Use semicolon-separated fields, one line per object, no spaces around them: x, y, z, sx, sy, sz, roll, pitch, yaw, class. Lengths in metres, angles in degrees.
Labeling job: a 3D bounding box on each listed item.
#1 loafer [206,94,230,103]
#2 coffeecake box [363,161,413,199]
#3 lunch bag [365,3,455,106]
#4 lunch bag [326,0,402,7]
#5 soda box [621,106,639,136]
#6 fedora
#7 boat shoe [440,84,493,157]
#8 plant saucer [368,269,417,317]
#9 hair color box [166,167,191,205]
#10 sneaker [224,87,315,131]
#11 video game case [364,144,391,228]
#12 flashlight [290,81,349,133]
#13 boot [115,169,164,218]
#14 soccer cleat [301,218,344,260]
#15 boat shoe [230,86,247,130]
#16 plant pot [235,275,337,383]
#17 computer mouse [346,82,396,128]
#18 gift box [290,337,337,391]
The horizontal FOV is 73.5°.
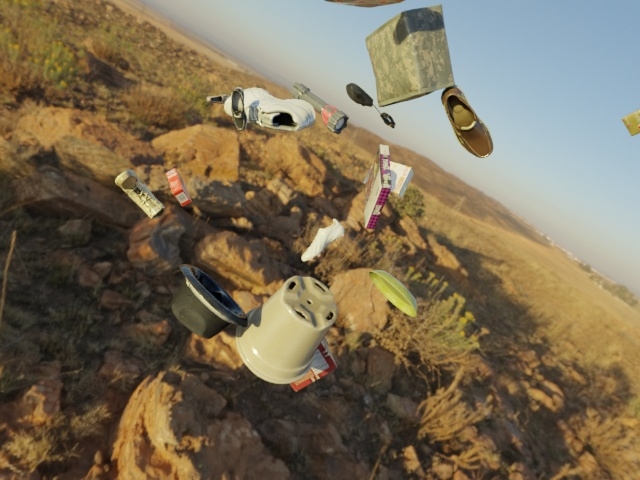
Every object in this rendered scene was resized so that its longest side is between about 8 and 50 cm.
-0.499;-0.700;2.127;0.125;0.045;0.039;-15;22;-28;loafer
0.316;-0.289;1.996;0.185;0.143;0.068;22;-12;28;coffeecake box
0.259;-0.560;1.347;0.168;0.236;0.287;-21;15;-22;lunch bag
0.151;-0.837;1.398;0.223;0.108;0.279;-15;26;-38;lunch bag
0.892;-0.345;1.135;0.058;0.181;0.061;61;-15;2;soda box
-0.413;0.235;1.511;0.334;0.152;0.334;42;-4;3;fedora
0.452;-0.354;1.327;0.257;0.095;0.095;49;28;-15;boat shoe
0.280;0.190;1.611;0.241;0.037;0.241;44;-11;11;plant saucer
-0.663;-0.250;2.005;0.167;0.053;0.093;57;-6;38;hair color box
-0.169;-0.402;1.335;0.296;0.111;0.129;11;32;13;sneaker
0.204;-0.192;1.562;0.041;0.232;0.210;7;53;-6;video game case
-0.008;-0.603;1.956;0.304;0.103;0.103;41;29;24;flashlight
-0.812;-0.202;1.948;0.203;0.095;0.262;47;-14;2;boot
0.000;0.000;1.552;0.076;0.196;0.068;56;-16;-16;soccer cleat
-0.242;-0.385;1.264;0.046;0.125;0.038;6;26;2;boat shoe
-0.104;0.304;1.583;0.333;0.305;0.334;21;40;-19;plant pot
0.170;-0.445;1.447;0.242;0.041;0.071;31;3;-32;computer mouse
-0.091;0.461;1.940;0.258;0.255;0.277;-122;-172;-65;gift box
